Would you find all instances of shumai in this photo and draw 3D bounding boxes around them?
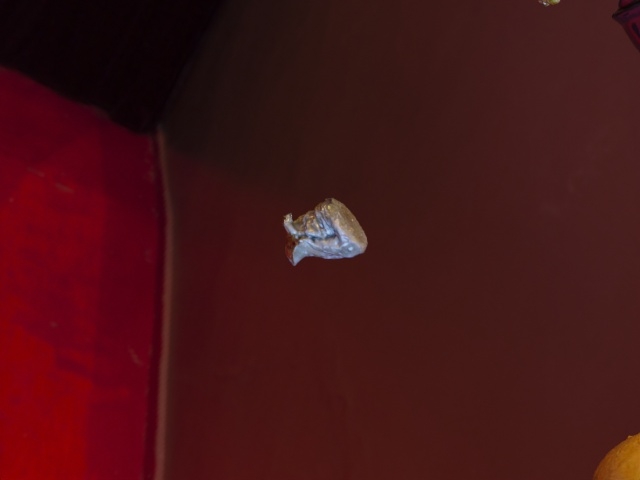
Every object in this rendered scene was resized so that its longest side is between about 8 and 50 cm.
[{"bbox_3d":[0.000,0.000,1.077,0.082,0.080,0.083,33,23,-48],"label":"shumai"}]

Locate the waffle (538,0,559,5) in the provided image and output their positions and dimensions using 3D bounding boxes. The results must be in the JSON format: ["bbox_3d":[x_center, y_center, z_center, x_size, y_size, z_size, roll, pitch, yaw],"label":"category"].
[{"bbox_3d":[0.215,-0.342,1.160,0.191,0.038,0.191,41,18,-17],"label":"waffle"}]

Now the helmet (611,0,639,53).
[{"bbox_3d":[0.289,-0.183,0.633,0.193,0.216,0.189,55,-21,-8],"label":"helmet"}]

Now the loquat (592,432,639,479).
[{"bbox_3d":[0.491,0.385,1.386,0.275,0.275,0.275,26,22,-11],"label":"loquat"}]
